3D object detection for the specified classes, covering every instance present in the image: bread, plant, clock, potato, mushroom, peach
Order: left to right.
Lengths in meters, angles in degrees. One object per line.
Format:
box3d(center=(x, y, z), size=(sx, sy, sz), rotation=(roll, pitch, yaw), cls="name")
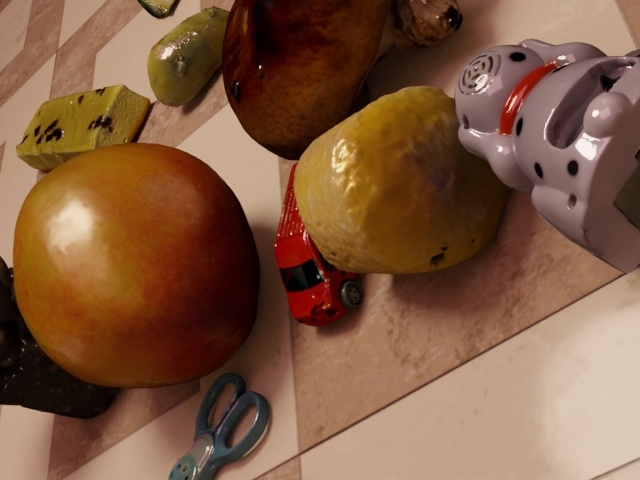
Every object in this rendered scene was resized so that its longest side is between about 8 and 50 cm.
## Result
box3d(center=(-0.429, 0.124, 1.382), size=(0.181, 0.321, 0.194), rotation=(-57, 37, 0), cls="plant")
box3d(center=(-0.454, -0.206, 1.870), size=(0.361, 0.077, 0.138), rotation=(2, 65, 51), cls="bread")
box3d(center=(-0.220, 0.036, 1.235), size=(0.332, 0.308, 0.307), rotation=(37, 94, 34), cls="peach")
box3d(center=(-0.208, -0.305, 1.634), size=(0.188, 0.105, 0.085), rotation=(-43, 18, 0), cls="potato")
box3d(center=(0.017, -0.258, 1.270), size=(0.345, 0.260, 0.345), rotation=(-166, 90, -78), cls="mushroom")
box3d(center=(0.080, -0.053, 1.033), size=(0.170, 0.197, 0.197), rotation=(-15, 53, 57), cls="bread")
box3d(center=(0.219, -0.101, 0.900), size=(0.188, 0.189, 0.254), rotation=(-57, 36, 1), cls="clock")

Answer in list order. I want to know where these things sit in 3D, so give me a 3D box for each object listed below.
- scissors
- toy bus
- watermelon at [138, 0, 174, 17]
box3d(center=(-0.153, 0.279, 1.183), size=(0.256, 0.030, 0.125), rotation=(-57, 34, -2), cls="scissors")
box3d(center=(0.000, 0.000, 1.159), size=(0.081, 0.089, 0.195), rotation=(-17, 52, 43), cls="toy bus")
box3d(center=(-0.315, -0.587, 1.946), size=(0.159, 0.128, 0.303), rotation=(4, 68, 51), cls="watermelon")
